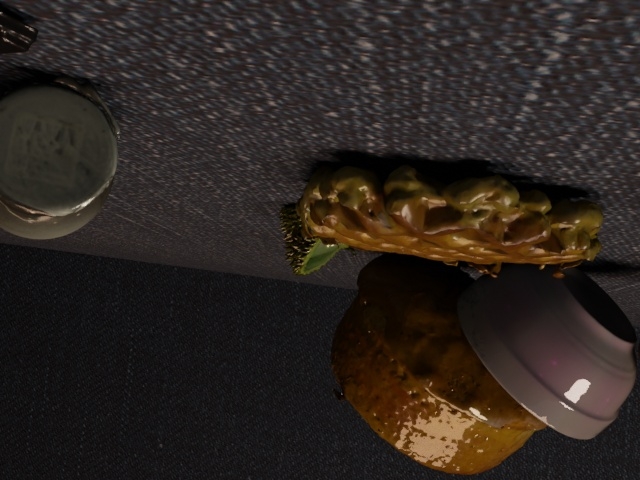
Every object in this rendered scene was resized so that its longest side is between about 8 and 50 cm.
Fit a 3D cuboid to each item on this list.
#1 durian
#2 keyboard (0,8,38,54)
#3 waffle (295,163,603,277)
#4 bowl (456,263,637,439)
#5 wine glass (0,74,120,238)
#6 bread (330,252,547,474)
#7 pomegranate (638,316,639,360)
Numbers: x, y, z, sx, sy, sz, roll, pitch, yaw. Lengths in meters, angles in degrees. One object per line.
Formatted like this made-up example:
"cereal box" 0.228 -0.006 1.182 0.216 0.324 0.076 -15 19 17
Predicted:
"durian" 0.000 0.000 1.042 0.100 0.086 0.215 -7 170 6
"keyboard" -0.315 -0.133 0.493 0.310 0.018 0.101 4 171 30
"waffle" 0.126 -0.013 0.785 0.302 0.068 0.325 9 175 -8
"bowl" 0.357 0.136 1.168 0.287 0.144 0.287 33 -154 -18
"wine glass" -0.224 -0.057 0.636 0.111 0.111 0.204 11 171 -22
"bread" 0.215 0.193 1.288 0.398 0.215 0.398 28 -155 -14
"pomegranate" 0.546 0.153 1.089 0.207 0.207 0.207 8 173 1
